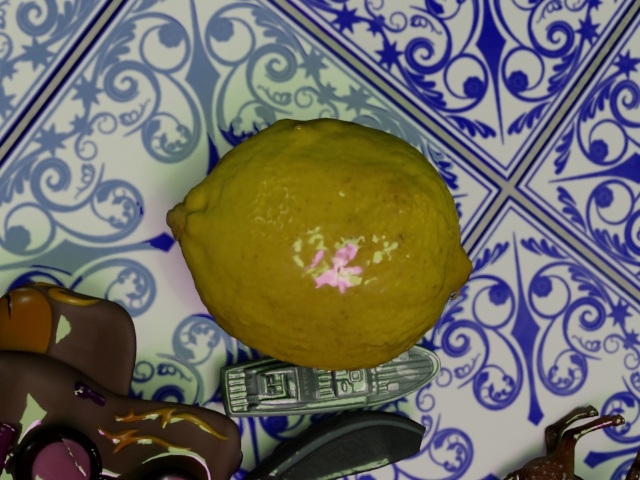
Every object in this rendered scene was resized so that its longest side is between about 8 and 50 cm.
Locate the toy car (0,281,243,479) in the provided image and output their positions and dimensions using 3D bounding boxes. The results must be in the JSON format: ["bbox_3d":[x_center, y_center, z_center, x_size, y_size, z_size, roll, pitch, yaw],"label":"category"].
[{"bbox_3d":[-0.230,0.193,1.268,0.340,0.271,0.240,22,65,-21],"label":"toy car"}]

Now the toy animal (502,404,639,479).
[{"bbox_3d":[0.323,0.336,1.437,0.260,0.243,0.087,-50,140,-17],"label":"toy animal"}]

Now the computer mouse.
[{"bbox_3d":[0.011,0.237,1.392,0.231,0.126,0.071,-13,79,-15],"label":"computer mouse"}]

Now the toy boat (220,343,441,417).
[{"bbox_3d":[0.016,0.157,1.397,0.260,0.085,0.078,-6,85,-15],"label":"toy boat"}]

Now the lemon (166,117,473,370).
[{"bbox_3d":[0.000,0.000,1.299,0.321,0.268,0.268,19,88,-3],"label":"lemon"}]
